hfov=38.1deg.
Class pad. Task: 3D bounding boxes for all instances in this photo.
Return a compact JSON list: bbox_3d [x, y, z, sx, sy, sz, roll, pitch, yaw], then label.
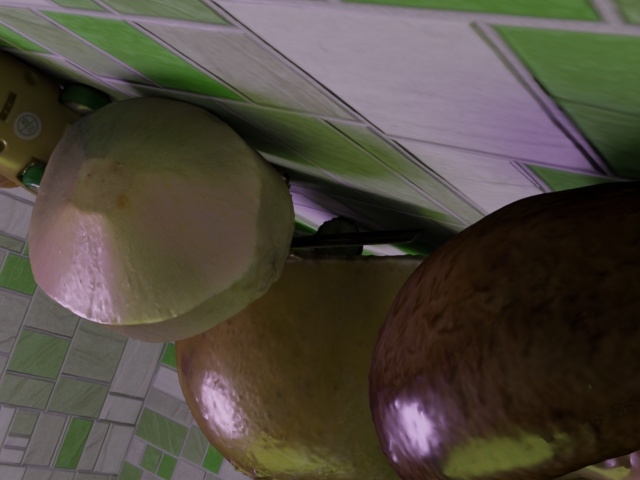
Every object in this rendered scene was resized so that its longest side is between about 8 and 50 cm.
[{"bbox_3d":[0.000,0.000,1.105,0.235,0.003,0.158,-3,-175,13],"label":"pad"}]

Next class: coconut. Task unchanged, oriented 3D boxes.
[{"bbox_3d":[-0.158,-0.022,0.909,0.259,0.259,0.259,19,174,2],"label":"coconut"}]

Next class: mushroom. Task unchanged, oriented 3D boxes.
[{"bbox_3d":[0.225,0.123,0.599,0.334,0.356,0.331,-33,173,32],"label":"mushroom"}]

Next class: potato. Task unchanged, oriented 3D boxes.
[{"bbox_3d":[0.029,0.181,1.220,0.443,0.319,0.385,4,171,-7],"label":"potato"}]

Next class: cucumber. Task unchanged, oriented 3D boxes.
[{"bbox_3d":[0.023,0.011,1.399,0.077,0.077,0.265,20,175,1],"label":"cucumber"}]

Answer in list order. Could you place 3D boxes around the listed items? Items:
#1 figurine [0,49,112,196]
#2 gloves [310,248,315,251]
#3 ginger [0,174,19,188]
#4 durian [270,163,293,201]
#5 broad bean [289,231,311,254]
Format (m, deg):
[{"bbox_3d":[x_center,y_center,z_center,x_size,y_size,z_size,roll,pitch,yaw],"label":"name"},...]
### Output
[{"bbox_3d":[-0.369,-0.140,1.022,0.325,0.124,0.222,30,167,-39],"label":"figurine"},{"bbox_3d":[0.036,0.076,1.829,0.204,0.124,0.164,16,156,-31],"label":"gloves"},{"bbox_3d":[-0.570,-0.164,1.517,0.190,0.126,0.354,30,171,-3],"label":"ginger"},{"bbox_3d":[-0.120,-0.044,1.118,0.187,0.119,0.108,17,170,9],"label":"durian"},{"bbox_3d":[-0.082,0.034,1.660,0.169,0.100,0.228,19,159,6],"label":"broad bean"}]
